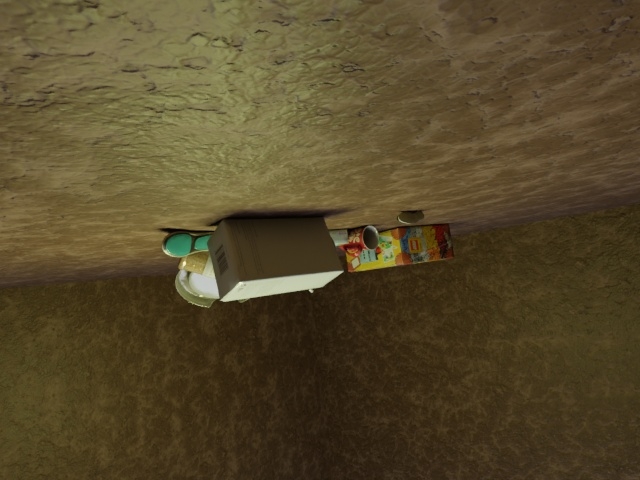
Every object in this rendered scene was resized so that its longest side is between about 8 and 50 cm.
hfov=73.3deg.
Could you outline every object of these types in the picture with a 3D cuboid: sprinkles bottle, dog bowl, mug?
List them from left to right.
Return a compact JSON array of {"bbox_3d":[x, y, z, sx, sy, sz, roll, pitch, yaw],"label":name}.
[{"bbox_3d":[-0.426,0.140,1.813,0.350,0.102,0.348,-8,137,-8],"label":"dog bowl"},{"bbox_3d":[-0.340,0.100,1.611,0.356,0.121,0.121,18,168,-14],"label":"sprinkles bottle"},{"bbox_3d":[0.157,0.001,1.961,0.150,0.113,0.169,-27,-166,-40],"label":"mug"}]

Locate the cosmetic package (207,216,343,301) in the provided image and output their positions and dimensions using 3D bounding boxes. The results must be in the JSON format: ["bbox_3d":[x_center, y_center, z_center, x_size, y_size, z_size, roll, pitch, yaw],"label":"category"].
[{"bbox_3d":[-0.139,0.051,1.379,0.385,0.217,0.156,-1,152,-37],"label":"cosmetic package"}]

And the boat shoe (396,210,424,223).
[{"bbox_3d":[0.337,-0.084,1.637,0.133,0.048,0.042,-9,169,-37],"label":"boat shoe"}]

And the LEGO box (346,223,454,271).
[{"bbox_3d":[0.433,0.049,2.444,0.373,0.192,0.500,-5,174,-31],"label":"LEGO box"}]

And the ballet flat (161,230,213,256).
[{"bbox_3d":[-0.438,0.006,1.403,0.086,0.086,0.248,-10,175,27],"label":"ballet flat"}]

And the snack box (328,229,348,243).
[{"bbox_3d":[0.000,0.000,1.965,0.175,0.070,0.207,-3,174,-30],"label":"snack box"}]

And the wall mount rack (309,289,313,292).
[{"bbox_3d":[-0.058,0.127,2.389,0.350,0.130,0.304,-42,131,-3],"label":"wall mount rack"}]

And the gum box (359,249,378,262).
[{"bbox_3d":[0.233,0.030,2.157,0.041,0.156,0.184,-6,175,-12],"label":"gum box"}]
